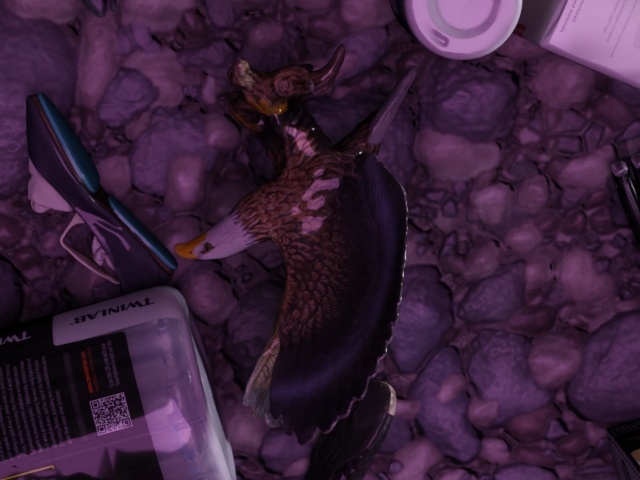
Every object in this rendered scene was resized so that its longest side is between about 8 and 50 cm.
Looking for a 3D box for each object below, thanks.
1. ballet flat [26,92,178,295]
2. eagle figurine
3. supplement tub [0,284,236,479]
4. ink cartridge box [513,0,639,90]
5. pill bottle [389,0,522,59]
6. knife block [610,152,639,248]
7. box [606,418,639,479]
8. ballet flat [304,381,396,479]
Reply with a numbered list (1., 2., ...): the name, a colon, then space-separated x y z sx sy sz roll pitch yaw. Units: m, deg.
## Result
1. ballet flat: -0.206 -0.030 1.500 0.074 0.074 0.203 -36 106 4
2. eagle figurine: -0.010 0.004 1.456 0.225 0.226 0.298 -21 87 37
3. supplement tub: -0.253 0.175 1.471 0.338 0.207 0.207 -15 104 -2
4. ink cartridge box: 0.283 -0.168 1.463 0.218 0.158 0.092 23 99 -10
5. pill bottle: 0.106 -0.204 1.433 0.094 0.169 0.094 -1 103 -4
6. knife block: 0.339 0.058 1.557 0.242 0.088 0.276 21 101 -9
7. box: 0.340 0.271 1.502 0.087 0.290 0.169 -17 103 -1
8. ballet flat: 0.023 0.204 1.591 0.049 0.057 0.173 15 106 -50
